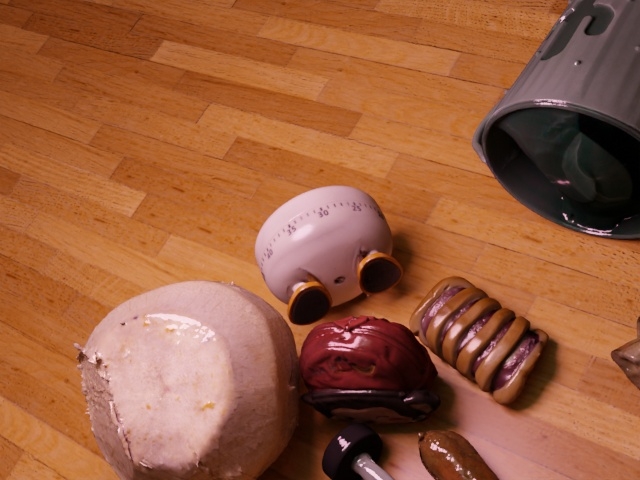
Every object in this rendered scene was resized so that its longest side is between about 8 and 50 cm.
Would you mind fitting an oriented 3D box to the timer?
[{"bbox_3d":[0.000,0.000,1.638,0.234,0.233,0.240,-30,53,6],"label":"timer"}]

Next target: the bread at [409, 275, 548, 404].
[{"bbox_3d":[0.247,0.148,1.510,0.134,0.081,0.225,-47,50,-10],"label":"bread"}]

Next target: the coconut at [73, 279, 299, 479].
[{"bbox_3d":[-0.194,0.233,1.520,0.346,0.360,0.346,-1,83,11],"label":"coconut"}]

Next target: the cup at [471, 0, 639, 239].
[{"bbox_3d":[0.430,-0.238,1.542,0.401,0.310,0.392,16,62,31],"label":"cup"}]

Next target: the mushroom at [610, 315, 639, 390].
[{"bbox_3d":[0.568,0.149,1.331,0.292,0.212,0.217,-40,90,-7],"label":"mushroom"}]

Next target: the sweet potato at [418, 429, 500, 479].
[{"bbox_3d":[0.235,0.370,1.377,0.075,0.075,0.273,-40,54,-3],"label":"sweet potato"}]

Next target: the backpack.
[{"bbox_3d":[0.070,0.194,1.480,0.229,0.229,0.138,-6,52,23],"label":"backpack"}]

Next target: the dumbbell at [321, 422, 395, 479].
[{"bbox_3d":[0.097,0.361,1.430,0.100,0.100,0.191,-48,52,-9],"label":"dumbbell"}]
